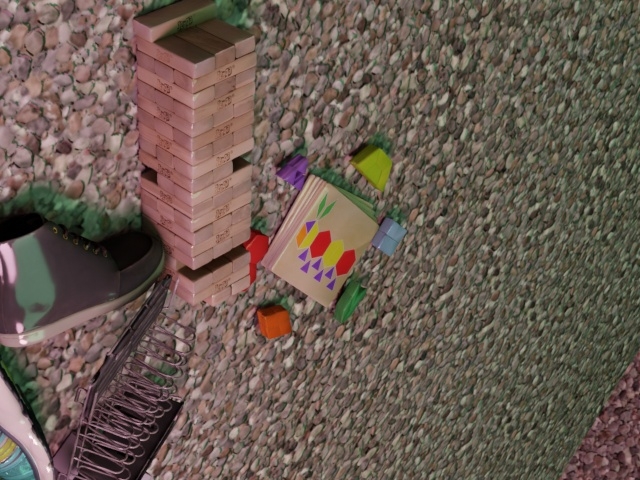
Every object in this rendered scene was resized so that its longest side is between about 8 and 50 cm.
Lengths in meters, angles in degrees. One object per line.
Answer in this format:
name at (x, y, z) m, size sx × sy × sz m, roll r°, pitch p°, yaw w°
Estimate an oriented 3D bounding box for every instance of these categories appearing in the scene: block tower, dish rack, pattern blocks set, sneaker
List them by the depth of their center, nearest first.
sneaker at (-0.246, 0.012, 1.278) m, size 0.222 × 0.083 × 0.118 m, roll -33°, pitch 127°, yaw -46°
sneaker at (-0.352, 0.194, 1.295) m, size 0.110 × 0.107 × 0.275 m, roll -27°, pitch 134°, yaw -11°
block tower at (-0.132, -0.083, 1.340) m, size 0.091 × 0.097 × 0.335 m, roll -31°, pitch 137°, yaw -37°
dish rack at (-0.204, 0.175, 1.362) m, size 0.208 × 0.074 × 0.271 m, roll -61°, pitch 175°, yaw -47°
pattern blocks set at (0.000, 0.000, 1.641) m, size 0.285 × 0.026 × 0.325 m, roll -52°, pitch 147°, yaw -9°

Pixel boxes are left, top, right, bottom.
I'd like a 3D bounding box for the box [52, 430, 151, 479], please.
box at (-0.303, 0.332, 1.498) m, size 0.186 × 0.038 × 0.145 m, roll -53°, pitch 146°, yaw -7°
